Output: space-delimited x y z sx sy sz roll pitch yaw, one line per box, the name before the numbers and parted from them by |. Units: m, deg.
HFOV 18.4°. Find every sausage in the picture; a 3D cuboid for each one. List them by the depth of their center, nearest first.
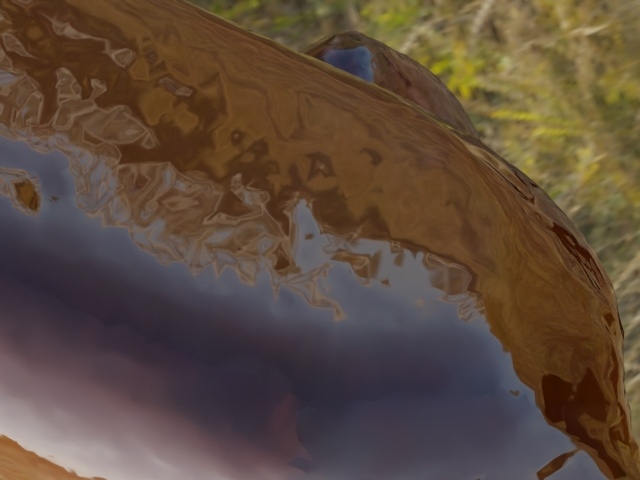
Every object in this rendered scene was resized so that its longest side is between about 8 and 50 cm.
sausage | -0.101 -0.026 0.369 0.348 0.094 0.097 24 141 3

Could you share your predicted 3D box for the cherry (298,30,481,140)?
cherry | 0.000 0.000 1.159 0.203 0.230 0.300 48 147 24
